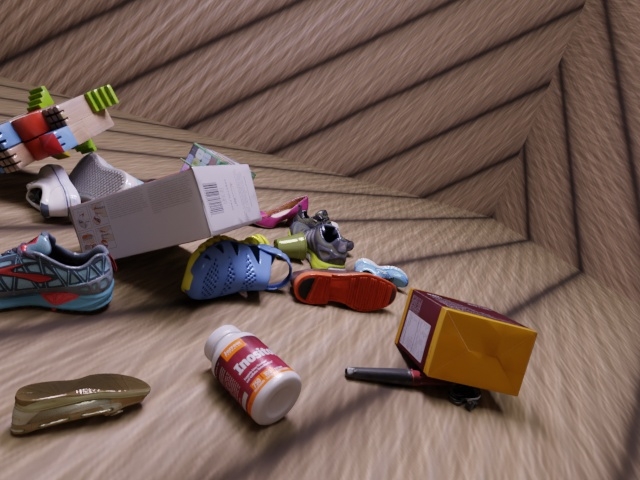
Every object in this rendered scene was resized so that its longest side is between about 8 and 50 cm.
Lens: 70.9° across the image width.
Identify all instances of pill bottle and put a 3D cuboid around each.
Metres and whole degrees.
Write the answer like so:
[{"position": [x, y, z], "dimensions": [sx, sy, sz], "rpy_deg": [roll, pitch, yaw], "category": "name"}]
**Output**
[{"position": [-0.106, 0.192, 0.668], "dimensions": [0.152, 0.086, 0.086], "rpy_deg": [30, 21, 37], "category": "pill bottle"}]

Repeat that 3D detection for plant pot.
[{"position": [-0.089, 0.019, 1.263], "dimensions": [0.079, 0.083, 0.083], "rpy_deg": [-4, 25, -24], "category": "plant pot"}]

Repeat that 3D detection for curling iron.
[{"position": [0.177, 0.260, 0.829], "dimensions": [0.274, 0.035, 0.068], "rpy_deg": [15, 17, -11], "category": "curling iron"}]

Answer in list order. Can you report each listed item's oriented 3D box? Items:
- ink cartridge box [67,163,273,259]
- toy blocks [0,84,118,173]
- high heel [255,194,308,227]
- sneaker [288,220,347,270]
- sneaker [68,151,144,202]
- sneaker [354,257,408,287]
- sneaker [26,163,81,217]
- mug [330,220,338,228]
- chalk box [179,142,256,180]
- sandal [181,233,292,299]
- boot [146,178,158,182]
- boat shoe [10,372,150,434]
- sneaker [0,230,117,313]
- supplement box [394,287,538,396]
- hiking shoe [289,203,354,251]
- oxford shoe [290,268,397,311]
[{"position": [-0.298, -0.060, 0.950], "dimensions": [0.309, 0.130, 0.272], "rpy_deg": [-12, 6, 21], "category": "ink cartridge box"}, {"position": [-0.713, -0.252, 1.101], "dimensions": [0.381, 0.191, 0.261], "rpy_deg": [-9, 30, 20], "category": "toy blocks"}, {"position": [-0.140, -0.105, 1.511], "dimensions": [0.244, 0.117, 0.082], "rpy_deg": [3, 22, -41], "category": "high heel"}, {"position": [0.000, 0.000, 1.318], "dimensions": [0.111, 0.121, 0.300], "rpy_deg": [7, 20, -34], "category": "sneaker"}, {"position": [-0.557, -0.127, 1.207], "dimensions": [0.366, 0.135, 0.150], "rpy_deg": [27, -11, 42], "category": "sneaker"}, {"position": [0.171, 0.109, 1.290], "dimensions": [0.162, 0.063, 0.073], "rpy_deg": [15, 34, 5], "category": "sneaker"}, {"position": [-0.663, -0.126, 1.092], "dimensions": [0.091, 0.094, 0.258], "rpy_deg": [-9, 26, -40], "category": "sneaker"}, {"position": [0.032, -0.034, 1.556], "dimensions": [0.062, 0.064, 0.078], "rpy_deg": [12, 18, -17], "category": "mug"}, {"position": [-0.323, -0.190, 1.328], "dimensions": [0.132, 0.132, 0.213], "rpy_deg": [34, 11, 29], "category": "chalk box"}, {"position": [-0.164, 0.061, 0.972], "dimensions": [0.138, 0.126, 0.317], "rpy_deg": [29, 21, 20], "category": "sandal"}, {"position": [-0.412, -0.128, 1.402], "dimensions": [0.246, 0.083, 0.161], "rpy_deg": [22, 11, -14], "category": "boot"}, {"position": [-0.287, 0.199, 0.551], "dimensions": [0.056, 0.048, 0.153], "rpy_deg": [16, 5, 41], "category": "boat shoe"}, {"position": [-0.467, 0.038, 0.716], "dimensions": [0.261, 0.125, 0.104], "rpy_deg": [6, 20, -34], "category": "sneaker"}, {"position": [0.282, 0.196, 0.911], "dimensions": [0.191, 0.129, 0.194], "rpy_deg": [15, 4, -10], "category": "supplement box"}, {"position": [0.010, -0.038, 1.460], "dimensions": [0.226, 0.114, 0.086], "rpy_deg": [22, 18, 12], "category": "hiking shoe"}, {"position": [0.058, 0.106, 1.099], "dimensions": [0.271, 0.097, 0.098], "rpy_deg": [12, 12, -20], "category": "oxford shoe"}]
